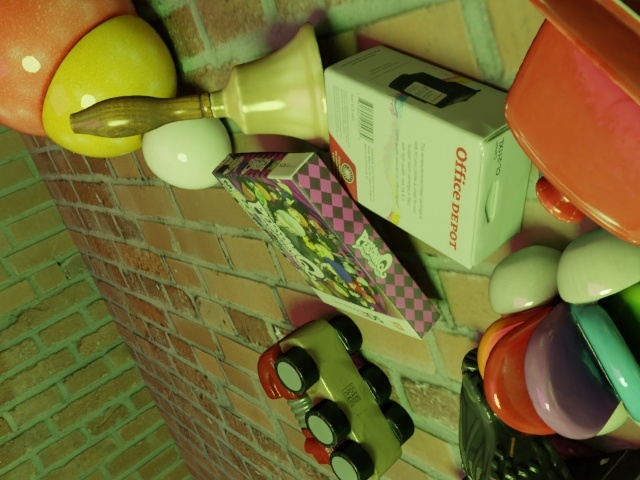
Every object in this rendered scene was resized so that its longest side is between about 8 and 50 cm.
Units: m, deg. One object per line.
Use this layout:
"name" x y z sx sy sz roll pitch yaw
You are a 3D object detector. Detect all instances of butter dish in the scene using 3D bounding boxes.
"butter dish" 0.164 -0.056 0.351 0.160 0.159 0.118 50 133 16

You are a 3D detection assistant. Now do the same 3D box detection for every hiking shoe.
"hiking shoe" 0.183 0.222 0.628 0.114 0.086 0.227 83 -177 -56

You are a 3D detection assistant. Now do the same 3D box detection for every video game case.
"video game case" 0.000 0.000 0.721 0.232 0.042 0.210 51 162 -25

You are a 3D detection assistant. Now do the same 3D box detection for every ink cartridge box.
"ink cartridge box" 0.089 -0.075 0.563 0.175 0.072 0.128 35 144 37

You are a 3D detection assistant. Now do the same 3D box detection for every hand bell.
"hand bell" -0.119 -0.129 0.634 0.126 0.241 0.126 170 90 -85

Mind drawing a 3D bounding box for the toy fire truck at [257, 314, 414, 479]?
"toy fire truck" -0.004 0.232 0.954 0.246 0.158 0.217 -30 91 51

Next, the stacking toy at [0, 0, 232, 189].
"stacking toy" -0.323 -0.231 0.918 0.479 0.351 0.351 38 149 2

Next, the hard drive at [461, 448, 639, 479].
"hard drive" 0.282 0.341 0.661 0.237 0.064 0.339 55 150 8

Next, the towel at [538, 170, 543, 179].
"towel" 0.203 -0.044 0.445 0.119 0.029 0.067 19 119 50

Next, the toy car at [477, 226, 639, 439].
"toy car" 0.191 0.087 0.486 0.159 0.136 0.182 61 151 -2
